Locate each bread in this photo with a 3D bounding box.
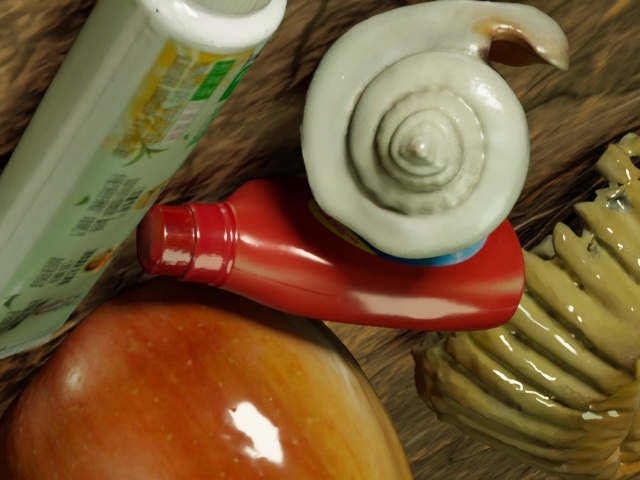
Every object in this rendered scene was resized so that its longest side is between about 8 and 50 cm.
[{"bbox_3d":[0.189,0.046,1.221,0.274,0.149,0.274,-27,157,-13],"label":"bread"}]

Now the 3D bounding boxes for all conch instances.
[{"bbox_3d":[0.054,-0.046,0.800,0.176,0.094,0.104,-3,105,-68],"label":"conch"}]

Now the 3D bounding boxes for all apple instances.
[{"bbox_3d":[-0.045,0.110,0.884,0.199,0.199,0.199,-32,163,-11],"label":"apple"}]

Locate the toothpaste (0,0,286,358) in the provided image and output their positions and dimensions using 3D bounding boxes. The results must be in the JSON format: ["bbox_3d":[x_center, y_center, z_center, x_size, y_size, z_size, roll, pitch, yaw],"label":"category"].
[{"bbox_3d":[-0.077,-0.024,0.680,0.314,0.058,0.056,-49,-158,50],"label":"toothpaste"}]

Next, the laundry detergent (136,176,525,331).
[{"bbox_3d":[0.000,0.000,0.839,0.165,0.097,0.049,5,119,-26],"label":"laundry detergent"}]
